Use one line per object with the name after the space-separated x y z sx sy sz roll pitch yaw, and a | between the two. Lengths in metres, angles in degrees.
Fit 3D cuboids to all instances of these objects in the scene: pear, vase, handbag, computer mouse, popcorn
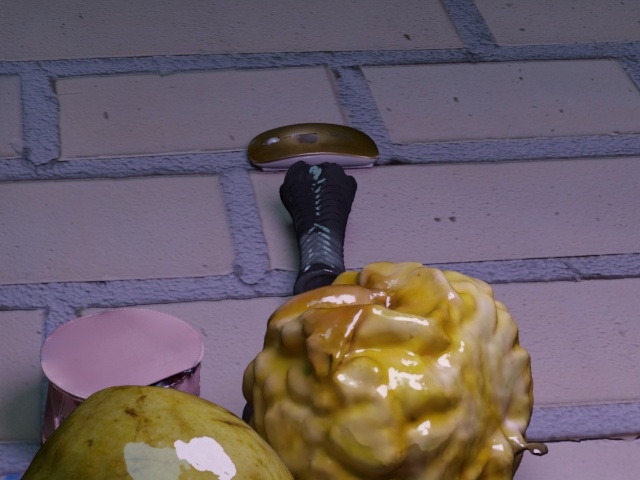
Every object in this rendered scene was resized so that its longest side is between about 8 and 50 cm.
-0.153 0.299 1.610 0.304 0.304 0.304 2 33 -1 | pear
0.000 0.000 2.256 0.115 0.115 0.237 1 38 -3 | vase
-0.232 0.177 1.937 0.205 0.116 0.179 -19 39 -32 | handbag
-0.010 -0.142 2.522 0.199 0.045 0.102 -1 30 -8 | computer mouse
0.051 0.189 1.814 0.381 0.349 0.349 -6 23 37 | popcorn
